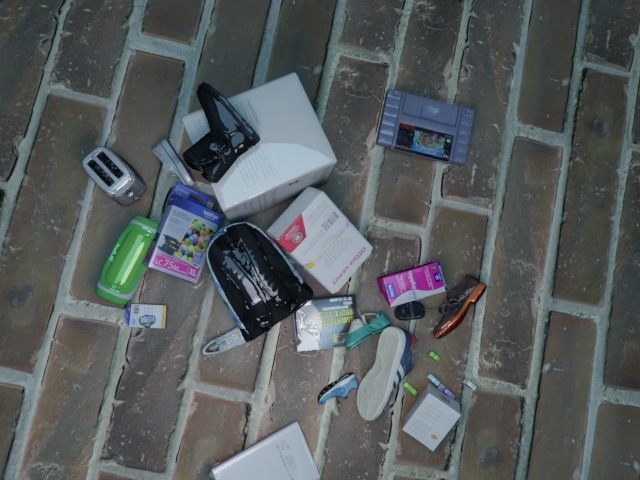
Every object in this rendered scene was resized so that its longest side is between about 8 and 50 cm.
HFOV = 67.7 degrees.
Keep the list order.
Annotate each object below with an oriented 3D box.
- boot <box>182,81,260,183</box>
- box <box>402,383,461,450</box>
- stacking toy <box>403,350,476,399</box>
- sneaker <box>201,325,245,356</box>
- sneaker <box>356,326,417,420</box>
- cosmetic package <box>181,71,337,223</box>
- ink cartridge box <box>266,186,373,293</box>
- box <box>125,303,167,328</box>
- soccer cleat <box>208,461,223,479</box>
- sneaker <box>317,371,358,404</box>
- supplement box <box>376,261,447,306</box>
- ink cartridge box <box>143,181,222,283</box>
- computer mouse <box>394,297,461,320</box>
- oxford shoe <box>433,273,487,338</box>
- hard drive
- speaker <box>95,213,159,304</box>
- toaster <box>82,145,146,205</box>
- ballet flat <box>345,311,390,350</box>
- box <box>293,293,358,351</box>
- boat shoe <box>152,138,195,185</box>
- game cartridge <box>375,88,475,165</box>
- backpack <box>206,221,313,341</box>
[{"bbox_3d":[-0.328,-0.312,1.393,0.207,0.094,0.246,-44,95,-12],"label":"boot"},{"bbox_3d":[0.387,0.616,1.670,0.130,0.091,0.170,34,104,7],"label":"box"},{"bbox_3d":[0.437,0.534,1.740,0.221,0.052,0.167,40,81,0],"label":"stacking toy"},{"bbox_3d":[-0.325,0.355,1.662,0.190,0.083,0.071,-27,86,-9],"label":"sneaker"},{"bbox_3d":[0.251,0.480,1.698,0.148,0.131,0.350,16,99,-41],"label":"sneaker"},{"bbox_3d":[-0.201,-0.295,1.619,0.393,0.329,0.327,-25,87,-7],"label":"cosmetic package"},{"bbox_3d":[0.000,0.000,1.649,0.226,0.131,0.306,-47,121,-8],"label":"ink cartridge box"},{"bbox_3d":[-0.608,0.264,1.669,0.136,0.028,0.081,4,84,-3],"label":"box"},{"bbox_3d":[-0.289,0.817,1.631,0.196,0.068,0.076,34,121,-13],"label":"soccer cleat"},{"bbox_3d":[0.065,0.539,1.694,0.162,0.063,0.073,-29,91,-8],"label":"sneaker"},{"bbox_3d":[0.330,0.159,1.738,0.220,0.114,0.111,-16,87,-6],"label":"supplement box"},{"bbox_3d":[-0.462,-0.026,1.650,0.185,0.065,0.311,26,74,-36],"label":"ink cartridge box"},{"bbox_3d":[0.390,0.251,1.743,0.242,0.041,0.071,-8,65,12],"label":"computer mouse"},{"bbox_3d":[0.497,0.247,1.771,0.098,0.097,0.271,39,83,27],"label":"oxford shoe"},{"bbox_3d":[-0.180,0.785,1.609,0.318,0.040,0.210,-22,87,-24],"label":"hard drive"},{"bbox_3d":[-0.649,0.064,1.636,0.131,0.131,0.297,26,82,-3],"label":"speaker"},{"bbox_3d":[-0.718,-0.231,1.648,0.129,0.146,0.227,-42,89,-9],"label":"toaster"},{"bbox_3d":[0.152,0.308,1.676,0.247,0.083,0.087,-15,69,-47],"label":"ballet flat"},{"bbox_3d":[0.018,0.294,1.717,0.231,0.056,0.183,-4,84,-6],"label":"box"},{"bbox_3d":[-0.522,-0.261,1.693,0.075,0.083,0.226,-37,62,-2],"label":"boat shoe"},{"bbox_3d":[0.405,-0.432,1.837,0.355,0.068,0.230,12,79,-5],"label":"game cartridge"},{"bbox_3d":[-0.242,0.107,1.630,0.290,0.273,0.355,-37,109,-7],"label":"backpack"}]
